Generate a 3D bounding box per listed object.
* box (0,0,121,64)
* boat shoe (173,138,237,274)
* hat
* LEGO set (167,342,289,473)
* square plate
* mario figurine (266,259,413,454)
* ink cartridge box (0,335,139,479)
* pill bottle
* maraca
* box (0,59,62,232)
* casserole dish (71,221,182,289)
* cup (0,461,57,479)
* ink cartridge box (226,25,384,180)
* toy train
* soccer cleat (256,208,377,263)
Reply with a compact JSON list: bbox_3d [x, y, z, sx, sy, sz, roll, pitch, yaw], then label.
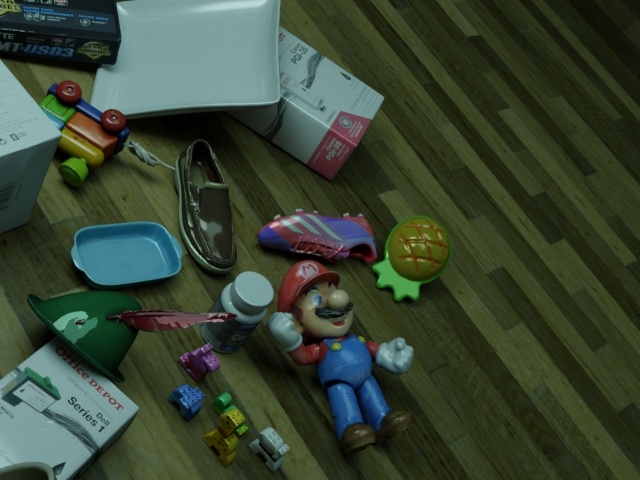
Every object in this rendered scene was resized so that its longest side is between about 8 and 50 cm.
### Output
[{"bbox_3d":[-0.535,-0.465,1.679,0.295,0.073,0.293,1,55,-23],"label":"box"},{"bbox_3d":[-0.198,-0.066,1.565,0.095,0.095,0.257,-2,55,-34],"label":"boat shoe"},{"bbox_3d":[-0.276,0.083,1.283,0.208,0.183,0.173,48,-9,-34],"label":"hat"},{"bbox_3d":[-0.140,0.252,1.333,0.227,0.093,0.087,47,44,10],"label":"LEGO set"},{"bbox_3d":[-0.246,-0.350,1.716,0.347,0.049,0.344,-4,50,2],"label":"square plate"},{"bbox_3d":[0.037,0.171,1.457,0.320,0.170,0.198,64,14,15],"label":"mario figurine"},{"bbox_3d":[-0.372,0.252,1.181,0.160,0.092,0.219,41,43,3],"label":"ink cartridge box"},{"bbox_3d":[-0.131,0.113,1.425,0.078,0.137,0.078,18,47,-20],"label":"pill bottle"},{"bbox_3d":[0.177,0.033,1.732,0.127,0.099,0.186,35,68,6],"label":"maraca"},{"bbox_3d":[-0.574,-0.187,1.335,0.345,0.215,0.168,49,44,11],"label":"box"},{"bbox_3d":[-0.314,0.028,1.453,0.188,0.037,0.114,-7,58,-38],"label":"casserole dish"},{"bbox_3d":[-0.368,0.421,0.915,0.331,0.331,0.237,-37,105,-46],"label":"cup"},{"bbox_3d":[-0.038,-0.285,1.841,0.283,0.117,0.207,33,44,-4],"label":"ink cartridge box"},{"bbox_3d":[-0.381,-0.145,1.517,0.248,0.105,0.143,33,53,-5],"label":"toy train"},{"bbox_3d":[0.000,0.000,1.655,0.248,0.083,0.095,-2,60,-37],"label":"soccer cleat"}]
